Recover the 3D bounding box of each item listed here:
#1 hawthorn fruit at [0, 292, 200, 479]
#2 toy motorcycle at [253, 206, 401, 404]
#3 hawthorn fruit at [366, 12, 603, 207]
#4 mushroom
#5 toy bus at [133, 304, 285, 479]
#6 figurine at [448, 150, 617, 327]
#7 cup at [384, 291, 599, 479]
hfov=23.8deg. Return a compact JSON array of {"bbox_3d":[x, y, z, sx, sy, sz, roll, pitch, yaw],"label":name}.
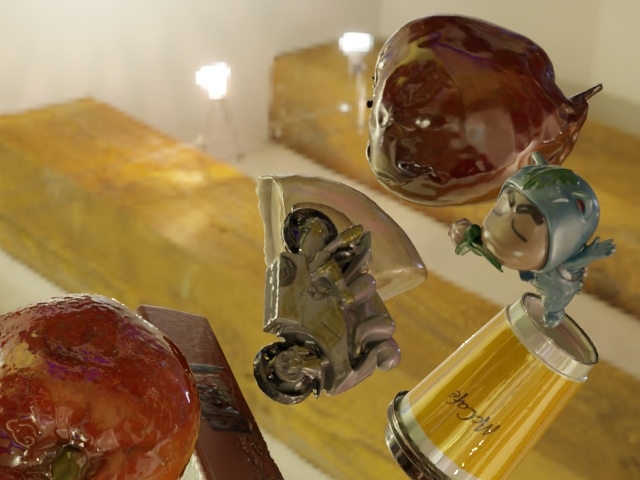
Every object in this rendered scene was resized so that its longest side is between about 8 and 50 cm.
[{"bbox_3d":[-0.149,0.121,0.878,0.165,0.165,0.285,-1,-171,-7],"label":"hawthorn fruit"},{"bbox_3d":[0.015,0.076,1.521,0.152,0.073,0.225,21,-124,-17],"label":"toy motorcycle"},{"bbox_3d":[0.222,-0.188,2.319,0.325,0.308,0.308,27,-153,-3],"label":"hawthorn fruit"},{"bbox_3d":[0.023,-0.013,1.750,0.173,0.162,0.236,-11,167,-10],"label":"mushroom"},{"bbox_3d":[-0.119,0.175,1.434,0.093,0.092,0.409,12,-163,-21],"label":"toy bus"},{"bbox_3d":[0.207,0.010,1.498,0.145,0.178,0.114,-18,-137,-5],"label":"figurine"},{"bbox_3d":[0.225,0.210,1.990,0.196,0.279,0.196,34,-157,-16],"label":"cup"}]
